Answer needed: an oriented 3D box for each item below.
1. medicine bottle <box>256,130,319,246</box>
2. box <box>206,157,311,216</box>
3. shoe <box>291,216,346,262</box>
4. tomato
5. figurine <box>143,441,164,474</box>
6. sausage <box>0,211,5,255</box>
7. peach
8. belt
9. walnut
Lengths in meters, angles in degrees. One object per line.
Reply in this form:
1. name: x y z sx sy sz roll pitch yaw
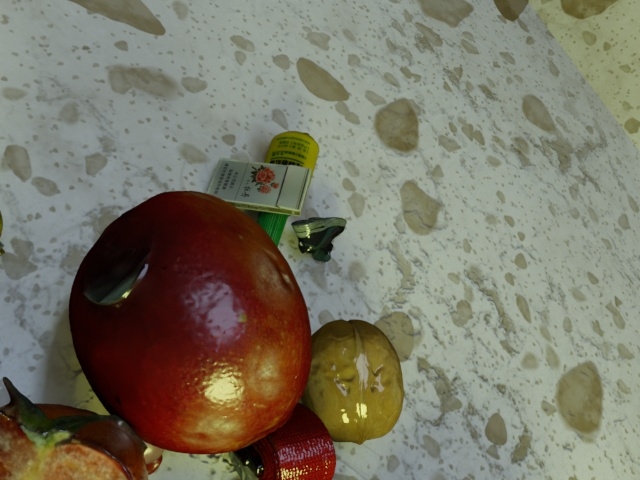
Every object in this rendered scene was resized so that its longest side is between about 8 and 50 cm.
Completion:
1. medicine bottle: -0.083 -0.101 1.295 0.111 0.076 0.308 7 59 11
2. box: -0.125 -0.111 1.241 0.198 0.029 0.109 8 58 9
3. shoe: 0.000 0.000 1.301 0.169 0.071 0.099 -9 96 -59
4. tomato: -0.360 0.336 0.805 0.309 0.309 0.170 50 8 1
5. figurine: -0.273 0.312 0.956 0.071 0.067 0.083 44 31 -30
6. sausage: -0.623 -0.088 0.920 0.347 0.123 0.123 38 51 -9
7. peach: -0.202 0.106 0.912 0.310 0.335 0.405 52 12 -54
8. belt: -0.076 0.335 0.987 0.124 0.201 0.128 -3 93 -31
9. walnut: 0.057 0.257 1.124 0.193 0.193 0.225 -2 70 -33
